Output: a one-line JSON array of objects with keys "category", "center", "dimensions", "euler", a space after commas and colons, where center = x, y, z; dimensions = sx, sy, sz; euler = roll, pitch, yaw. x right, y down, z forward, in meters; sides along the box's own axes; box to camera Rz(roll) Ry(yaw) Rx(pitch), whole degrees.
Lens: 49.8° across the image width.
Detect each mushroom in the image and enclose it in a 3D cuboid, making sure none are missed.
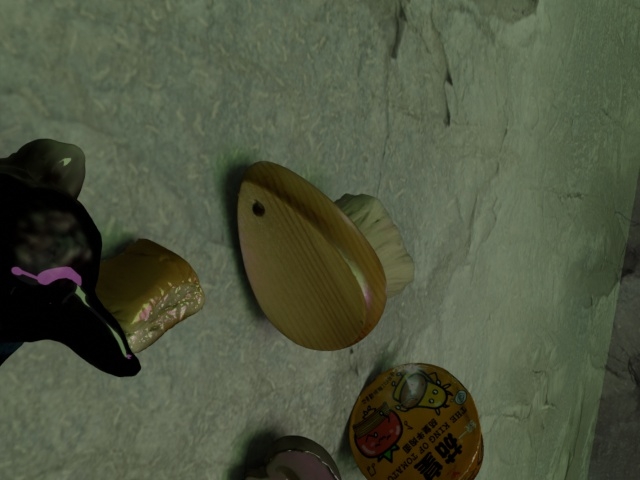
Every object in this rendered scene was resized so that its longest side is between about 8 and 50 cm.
[{"category": "mushroom", "center": [-0.038, 0.361, 0.971], "dimensions": [0.117, 0.141, 0.188], "euler": [-41, 140, -81]}]

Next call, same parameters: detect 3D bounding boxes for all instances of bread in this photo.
[{"category": "bread", "center": [-0.192, 0.054, 0.719], "dimensions": [0.125, 0.106, 0.082], "euler": [-35, 125, -42]}]

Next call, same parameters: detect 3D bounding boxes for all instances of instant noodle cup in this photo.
[{"category": "instant noodle cup", "center": [0.176, 0.333, 1.155], "dimensions": [0.215, 0.216, 0.172], "euler": [-64, 147, -17]}]

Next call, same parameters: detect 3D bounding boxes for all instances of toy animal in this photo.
[{"category": "toy animal", "center": [-0.264, 0.073, 0.487], "dimensions": [0.344, 0.303, 0.194], "euler": [-61, 140, -19]}]

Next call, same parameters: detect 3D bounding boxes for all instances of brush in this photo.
[{"category": "brush", "center": [0.000, 0.000, 0.904], "dimensions": [0.266, 0.174, 0.166], "euler": [62, 37, -15]}]
